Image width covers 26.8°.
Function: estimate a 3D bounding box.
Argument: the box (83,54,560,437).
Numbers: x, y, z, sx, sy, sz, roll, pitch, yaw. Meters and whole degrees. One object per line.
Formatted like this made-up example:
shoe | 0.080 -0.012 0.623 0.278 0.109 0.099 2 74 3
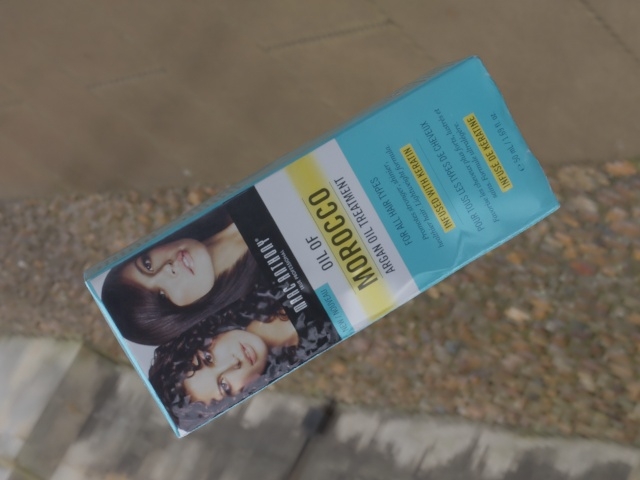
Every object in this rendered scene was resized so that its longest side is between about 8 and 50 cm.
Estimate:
box | 0.000 0.000 0.737 0.101 0.244 0.060 60 172 -7
